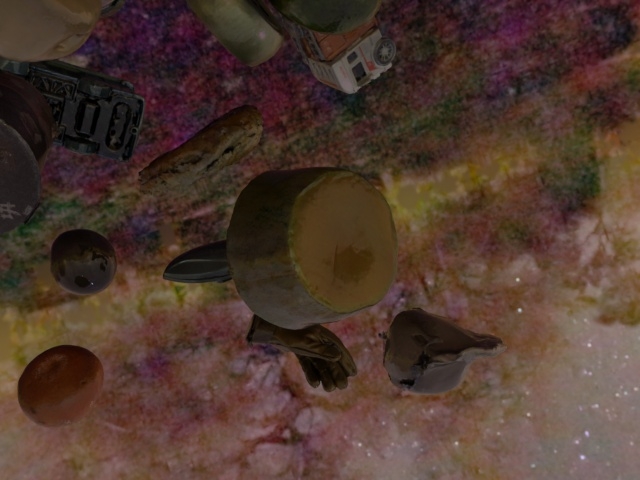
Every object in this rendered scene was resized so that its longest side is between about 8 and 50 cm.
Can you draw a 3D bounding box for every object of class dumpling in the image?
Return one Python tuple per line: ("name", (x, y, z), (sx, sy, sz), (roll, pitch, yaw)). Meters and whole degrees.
("dumpling", (0.223, 0.223, 1.148), (0.204, 0.164, 0.293), (23, 170, -14))

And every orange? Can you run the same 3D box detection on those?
("orange", (-0.688, 0.390, 1.608), (0.223, 0.170, 0.224), (-2, -136, 2))

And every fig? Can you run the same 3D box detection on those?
("fig", (0.021, -0.456, 0.938), (0.203, 0.203, 0.235), (-20, 149, -33))

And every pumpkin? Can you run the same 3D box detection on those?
("pumpkin", (0.000, 0.000, 1.178), (0.332, 0.333, 0.199), (-20, -179, -40))

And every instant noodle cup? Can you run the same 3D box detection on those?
("instant noodle cup", (-0.507, -0.142, 0.897), (0.217, 0.218, 0.207), (-19, -147, 2))

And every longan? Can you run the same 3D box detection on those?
("longan", (-0.690, 0.062, 1.753), (0.198, 0.198, 0.213), (-20, 139, -41))

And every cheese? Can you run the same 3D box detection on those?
("cheese", (-0.372, -0.329, 0.712), (0.117, 0.218, 0.235), (-28, 149, 25))

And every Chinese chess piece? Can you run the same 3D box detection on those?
("Chinese chess piece", (-0.168, -0.444, 1.138), (0.092, 0.238, 0.237), (-37, 175, 17))

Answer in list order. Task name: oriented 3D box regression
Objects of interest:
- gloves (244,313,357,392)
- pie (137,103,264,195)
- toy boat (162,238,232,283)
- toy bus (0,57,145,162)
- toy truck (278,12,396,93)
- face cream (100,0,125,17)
("gloves", (-0.047, 0.296, 1.678), (0.141, 0.331, 0.154), (-69, -176, -60))
("pie", (-0.222, -0.178, 1.187), (0.308, 0.086, 0.308), (-29, -164, 9))
("toy boat", (-0.278, 0.062, 1.631), (0.319, 0.092, 0.141), (-13, -145, -37))
("toy bus", (-0.518, -0.268, 1.170), (0.312, 0.152, 0.190), (11, -164, -29))
("toy truck", (0.019, -0.539, 1.458), (0.207, 0.388, 0.173), (-43, -136, -10))
("face cream", (-0.732, -0.794, 1.767), (0.312, 0.220, 0.357), (2, -171, 5))
